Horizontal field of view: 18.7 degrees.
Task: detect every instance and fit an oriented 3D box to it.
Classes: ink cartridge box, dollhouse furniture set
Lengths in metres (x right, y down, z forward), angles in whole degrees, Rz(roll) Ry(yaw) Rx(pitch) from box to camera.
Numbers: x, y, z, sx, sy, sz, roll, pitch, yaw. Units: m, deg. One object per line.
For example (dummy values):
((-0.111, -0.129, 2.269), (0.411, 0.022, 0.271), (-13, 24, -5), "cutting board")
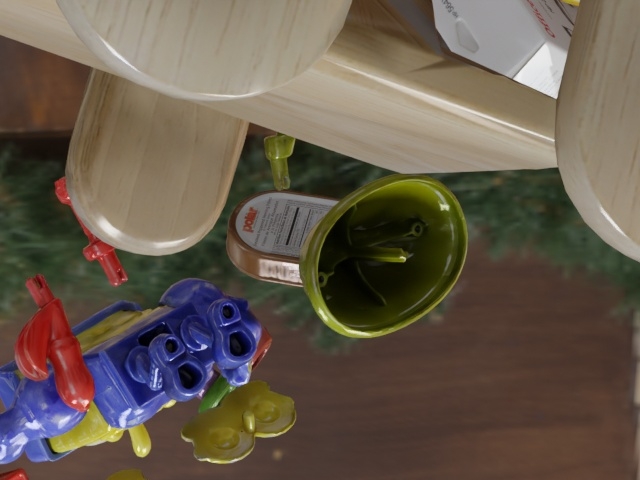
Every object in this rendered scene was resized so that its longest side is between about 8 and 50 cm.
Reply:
((0.215, -0.176, 1.863), (0.203, 0.148, 0.086), (21, 120, -46), "ink cartridge box")
((-0.123, -0.053, 0.543), (0.394, 0.362, 0.256), (18, 83, -26), "dollhouse furniture set")

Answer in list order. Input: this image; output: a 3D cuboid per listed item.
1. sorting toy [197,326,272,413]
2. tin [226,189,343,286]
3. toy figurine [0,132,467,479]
((-0.082, 0.103, 1.579), (0.042, 0.061, 0.102), (35, 47, 7), "sorting toy")
((0.000, 0.000, 1.928), (0.189, 0.040, 0.106), (9, 40, 7), "tin")
((-0.111, 0.041, 1.187), (0.362, 0.217, 0.191), (-33, 96, -34), "toy figurine")
